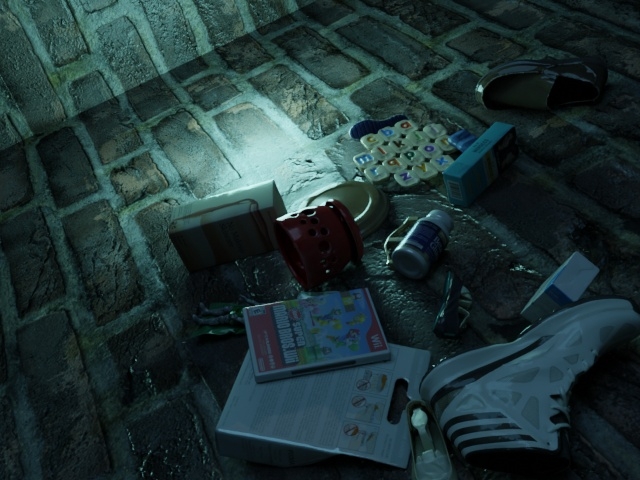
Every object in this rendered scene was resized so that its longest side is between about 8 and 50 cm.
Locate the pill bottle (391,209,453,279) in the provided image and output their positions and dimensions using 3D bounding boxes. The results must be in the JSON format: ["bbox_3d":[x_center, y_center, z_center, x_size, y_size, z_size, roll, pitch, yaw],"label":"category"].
[{"bbox_3d":[0.248,0.005,1.997,0.094,0.094,0.169,10,46,37],"label":"pill bottle"}]

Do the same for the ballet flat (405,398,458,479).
[{"bbox_3d":[0.196,0.387,1.525,0.086,0.086,0.248,-17,35,6],"label":"ballet flat"}]

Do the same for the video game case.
[{"bbox_3d":[-0.013,0.197,1.798,0.285,0.025,0.204,-9,40,-8],"label":"video game case"}]

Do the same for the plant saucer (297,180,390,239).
[{"bbox_3d":[0.049,-0.076,2.257,0.277,0.041,0.278,-14,36,11],"label":"plant saucer"}]

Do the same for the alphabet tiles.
[{"bbox_3d":[0.244,-0.244,2.366,0.284,0.021,0.278,-24,43,-12],"label":"alphabet tiles"}]

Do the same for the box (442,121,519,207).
[{"bbox_3d":[0.418,-0.198,2.175,0.060,0.101,0.244,21,53,42],"label":"box"}]

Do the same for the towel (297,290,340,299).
[{"bbox_3d":[-0.019,0.175,1.970,0.113,0.023,0.152,-5,38,23],"label":"towel"}]

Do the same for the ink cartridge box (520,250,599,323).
[{"bbox_3d":[0.465,0.111,1.671,0.060,0.180,0.104,40,59,9],"label":"ink cartridge box"}]

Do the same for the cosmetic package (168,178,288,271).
[{"bbox_3d":[-0.240,-0.037,2.260,0.296,0.153,0.129,-16,37,10],"label":"cosmetic package"}]

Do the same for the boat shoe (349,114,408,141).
[{"bbox_3d":[0.171,-0.323,2.498,0.183,0.066,0.066,-11,-10,-10],"label":"boat shoe"}]

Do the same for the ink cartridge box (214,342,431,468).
[{"bbox_3d":[0.013,0.328,1.731,0.384,0.091,0.308,9,42,11],"label":"ink cartridge box"}]

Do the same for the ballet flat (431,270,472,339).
[{"bbox_3d":[0.290,0.144,1.823,0.074,0.074,0.203,-5,32,22],"label":"ballet flat"}]

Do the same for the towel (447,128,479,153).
[{"bbox_3d":[0.408,-0.265,2.312,0.067,0.029,0.119,-29,45,-17],"label":"towel"}]

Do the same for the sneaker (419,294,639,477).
[{"bbox_3d":[0.430,0.283,1.523,0.447,0.169,0.258,-22,52,-7],"label":"sneaker"}]

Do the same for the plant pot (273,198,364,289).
[{"bbox_3d":[0.000,0.000,2.051,0.174,0.191,0.191,-27,35,-13],"label":"plant pot"}]

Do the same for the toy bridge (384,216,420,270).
[{"bbox_3d":[0.195,0.005,2.084,0.063,0.026,0.188,-2,39,28],"label":"toy bridge"}]

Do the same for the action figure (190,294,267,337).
[{"bbox_3d":[-0.189,0.180,2.025,0.232,0.064,0.137,-3,35,18],"label":"action figure"}]

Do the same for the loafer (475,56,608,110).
[{"bbox_3d":[0.615,-0.430,2.352,0.365,0.134,0.130,-8,37,18],"label":"loafer"}]
